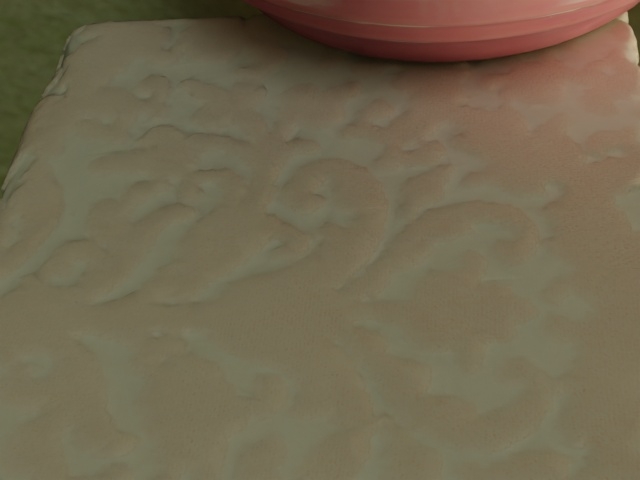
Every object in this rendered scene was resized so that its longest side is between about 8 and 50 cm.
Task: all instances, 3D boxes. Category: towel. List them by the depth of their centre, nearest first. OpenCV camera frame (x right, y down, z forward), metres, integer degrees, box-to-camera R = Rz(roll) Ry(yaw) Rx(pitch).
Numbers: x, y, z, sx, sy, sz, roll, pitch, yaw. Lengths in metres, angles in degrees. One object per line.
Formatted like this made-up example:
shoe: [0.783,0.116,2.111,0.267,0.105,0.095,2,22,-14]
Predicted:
towel: [0.000,0.000,0.538,0.316,0.053,0.332,-1,41,7]

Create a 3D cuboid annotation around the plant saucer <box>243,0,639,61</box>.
plant saucer: [0.068,-0.203,0.643,0.332,0.084,0.332,-4,46,4]
